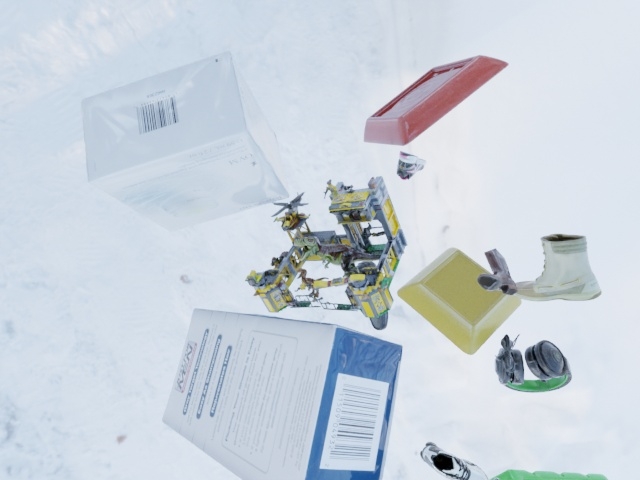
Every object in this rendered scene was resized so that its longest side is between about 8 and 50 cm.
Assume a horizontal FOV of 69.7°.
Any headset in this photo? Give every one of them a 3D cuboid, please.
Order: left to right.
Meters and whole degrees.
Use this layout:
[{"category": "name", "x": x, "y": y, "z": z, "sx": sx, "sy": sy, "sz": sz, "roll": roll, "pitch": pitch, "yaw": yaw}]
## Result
[{"category": "headset", "x": 0.721, "y": 0.453, "z": 1.601, "sx": 0.243, "sy": 0.185, "sz": 0.394, "roll": -22, "pitch": 129, "yaw": 32}]

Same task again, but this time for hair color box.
[{"category": "hair color box", "x": -0.070, "y": 0.186, "z": 0.573, "sx": 0.105, "sy": 0.347, "sz": 0.174, "roll": 23, "pitch": 72, "yaw": -34}]

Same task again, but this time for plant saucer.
[{"category": "plant saucer", "x": 0.218, "y": -0.301, "z": 0.975, "sx": 0.259, "sy": 0.258, "sz": 0.048, "roll": -38, "pitch": 109, "yaw": -2}, {"category": "plant saucer", "x": 0.500, "y": 0.181, "z": 1.617, "sx": 0.333, "sy": 0.333, "sz": 0.081, "roll": -34, "pitch": 151, "yaw": -28}]

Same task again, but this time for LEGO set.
[{"category": "LEGO set", "x": 0.000, "y": 0.000, "z": 0.866, "sx": 0.255, "sy": 0.331, "sz": 0.192, "roll": -52, "pitch": 129, "yaw": -36}]

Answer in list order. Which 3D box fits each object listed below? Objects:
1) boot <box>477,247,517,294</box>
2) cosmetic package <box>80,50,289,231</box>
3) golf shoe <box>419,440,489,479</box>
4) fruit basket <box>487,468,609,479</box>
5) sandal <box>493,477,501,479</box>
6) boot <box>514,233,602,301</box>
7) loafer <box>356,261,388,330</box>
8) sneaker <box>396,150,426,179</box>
[{"category": "boot", "x": 0.369, "y": 0.057, "z": 0.993, "sx": 0.106, "sy": 0.114, "sz": 0.037, "roll": 23, "pitch": 133, "yaw": -23}, {"category": "cosmetic package", "x": -0.190, "y": -0.132, "z": 0.704, "sx": 0.224, "sy": 0.225, "sz": 0.138, "roll": -16, "pitch": 73, "yaw": 6}, {"category": "golf shoe", "x": 0.367, "y": 0.625, "z": 1.244, "sx": 0.198, "sy": 0.094, "sz": 0.077, "roll": 24, "pitch": 79, "yaw": 6}, {"category": "fruit basket", "x": 0.370, "y": 0.595, "z": 0.843, "sx": 0.392, "sy": 0.283, "sz": 0.392, "roll": -9, "pitch": 123, "yaw": -14}, {"category": "sandal", "x": 0.220, "y": 0.289, "z": 0.476, "sx": 0.067, "sy": 0.179, "sz": 0.040, "roll": 35, "pitch": 94, "yaw": 7}, {"category": "boot", "x": 0.572, "y": 0.067, "z": 1.156, "sx": 0.077, "sy": 0.213, "sz": 0.165, "roll": -28, "pitch": 103, "yaw": -38}, {"category": "loafer", "x": 0.149, "y": 0.173, "z": 1.398, "sx": 0.078, "sy": 0.076, "sz": 0.223, "roll": -21, "pitch": 100, "yaw": -39}, {"category": "sneaker", "x": 0.260, "y": -0.218, "z": 1.375, "sx": 0.178, "sy": 0.072, "sz": 0.077, "roll": -4, "pitch": 116, "yaw": -62}]
